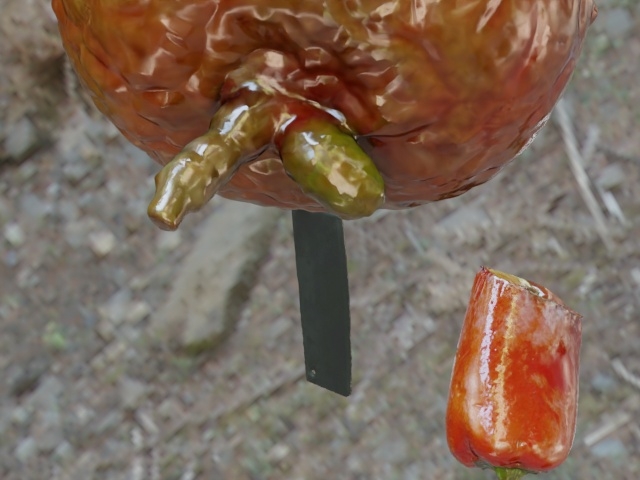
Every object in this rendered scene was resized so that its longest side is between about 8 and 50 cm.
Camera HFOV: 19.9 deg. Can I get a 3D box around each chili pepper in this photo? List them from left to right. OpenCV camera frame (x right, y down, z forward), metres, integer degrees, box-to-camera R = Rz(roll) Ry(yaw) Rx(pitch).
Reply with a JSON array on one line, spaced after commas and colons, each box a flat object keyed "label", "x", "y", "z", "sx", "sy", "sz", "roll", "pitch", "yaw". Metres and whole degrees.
[{"label": "chili pepper", "x": 0.124, "y": 0.116, "z": 1.184, "sx": 0.086, "sy": 0.084, "sz": 0.192, "roll": 10, "pitch": 81, "yaw": 1}]

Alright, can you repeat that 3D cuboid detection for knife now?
[{"label": "knife", "x": 0.000, "y": 0.000, "z": 1.394, "sx": 0.019, "sy": 0.245, "sz": 0.072, "roll": -16, "pitch": 18, "yaw": -33}]

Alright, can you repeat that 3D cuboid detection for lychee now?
[{"label": "lychee", "x": -0.001, "y": -0.121, "z": 0.856, "sx": 0.255, "sy": 0.255, "sz": 0.300, "roll": -14, "pitch": 33, "yaw": 25}]
